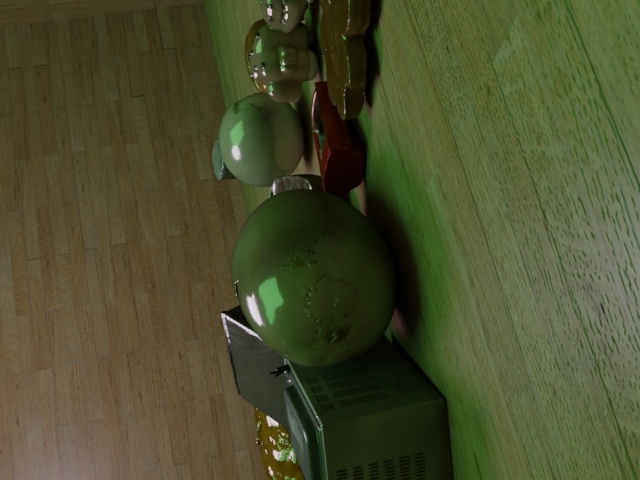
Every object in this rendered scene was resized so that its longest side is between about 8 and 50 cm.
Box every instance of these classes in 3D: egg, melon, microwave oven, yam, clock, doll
[{"bbox_3d":[-0.120,-0.212,1.563,0.217,0.183,0.183,113,146,-73],"label":"egg"},{"bbox_3d":[-0.011,0.046,1.061,0.317,0.223,0.223,-118,20,-64],"label":"melon"},{"bbox_3d":[0.048,0.244,1.031,0.240,0.193,0.145,-136,36,-71],"label":"microwave oven"},{"bbox_3d":[-0.157,-0.203,1.763,0.107,0.194,0.107,168,90,-83],"label":"yam"},{"bbox_3d":[0.023,-0.156,1.159,0.113,0.061,0.155,92,168,-52],"label":"clock"},{"bbox_3d":[-0.057,-0.368,1.285,0.278,0.119,0.154,105,154,-46],"label":"doll"}]

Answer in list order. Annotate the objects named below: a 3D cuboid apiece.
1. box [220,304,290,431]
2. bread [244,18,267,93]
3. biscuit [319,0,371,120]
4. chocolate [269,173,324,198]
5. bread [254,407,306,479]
[{"bbox_3d":[-0.027,0.206,1.289,0.252,0.153,0.188,18,124,51],"label":"box"},{"bbox_3d":[-0.139,-0.428,1.789,0.114,0.077,0.189,146,112,-84],"label":"bread"},{"bbox_3d":[0.032,-0.303,0.992,0.202,0.044,0.289,-115,16,-59],"label":"biscuit"},{"bbox_3d":[0.000,-0.001,1.345,0.157,0.080,0.254,1,109,56],"label":"chocolate"},{"bbox_3d":[-0.032,0.365,1.566,0.398,0.215,0.398,171,90,-82],"label":"bread"}]
